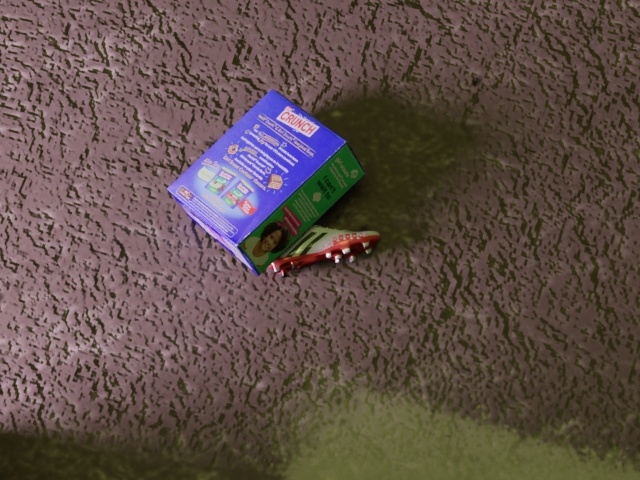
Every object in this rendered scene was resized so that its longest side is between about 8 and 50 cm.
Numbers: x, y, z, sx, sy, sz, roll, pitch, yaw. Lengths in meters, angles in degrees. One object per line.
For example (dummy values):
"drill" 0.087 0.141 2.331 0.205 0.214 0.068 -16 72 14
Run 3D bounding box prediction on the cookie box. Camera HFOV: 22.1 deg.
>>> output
"cookie box" -0.038 -0.042 1.154 0.107 0.040 0.092 -44 48 -9

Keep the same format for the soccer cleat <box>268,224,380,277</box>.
"soccer cleat" 0.000 0.000 1.150 0.083 0.029 0.036 -15 70 9
